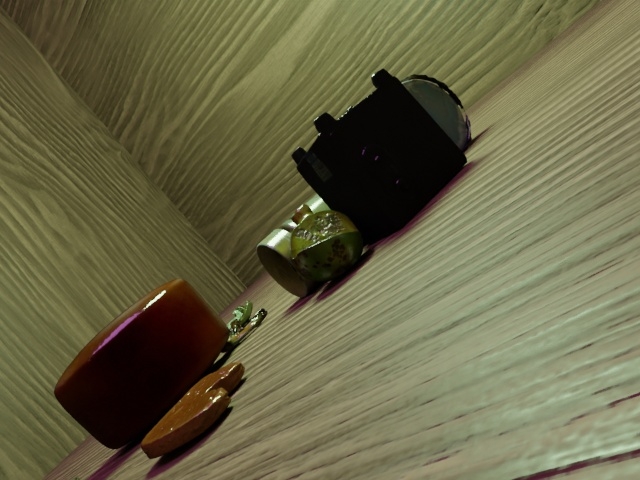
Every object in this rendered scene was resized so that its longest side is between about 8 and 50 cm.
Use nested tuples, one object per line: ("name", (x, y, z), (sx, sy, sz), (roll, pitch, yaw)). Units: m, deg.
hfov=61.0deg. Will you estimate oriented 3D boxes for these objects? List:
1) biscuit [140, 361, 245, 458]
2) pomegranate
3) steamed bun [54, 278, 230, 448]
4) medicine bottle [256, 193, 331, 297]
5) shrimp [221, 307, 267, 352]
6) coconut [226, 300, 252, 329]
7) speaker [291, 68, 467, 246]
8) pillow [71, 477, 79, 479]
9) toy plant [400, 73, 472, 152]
("biscuit", (-0.174, 0.246, 0.815), (0.186, 0.036, 0.192), (-36, 5, 31))
("pomegranate", (0.006, 0.010, 1.053), (0.143, 0.122, 0.169), (-36, 37, -13))
("steamed bun", (-0.393, 0.272, 1.217), (0.379, 0.235, 0.248), (-43, 4, -16))
("medicine bottle", (0.023, -0.032, 1.218), (0.322, 0.151, 0.151), (-42, 4, -24))
("shrimp", (-0.193, 0.215, 1.394), (0.148, 0.035, 0.195), (-43, 10, 10))
("coconut", (-0.256, 0.241, 1.633), (0.158, 0.055, 0.133), (-38, 3, 15))
("speaker", (0.114, -0.166, 1.094), (0.232, 0.254, 0.184), (-42, 2, -25))
("pillow", (-0.494, 0.505, 0.910), (0.212, 0.052, 0.208), (-45, 7, -22))
("toy plant", (0.205, -0.240, 1.416), (0.247, 0.247, 0.332), (-43, 0, -32))
